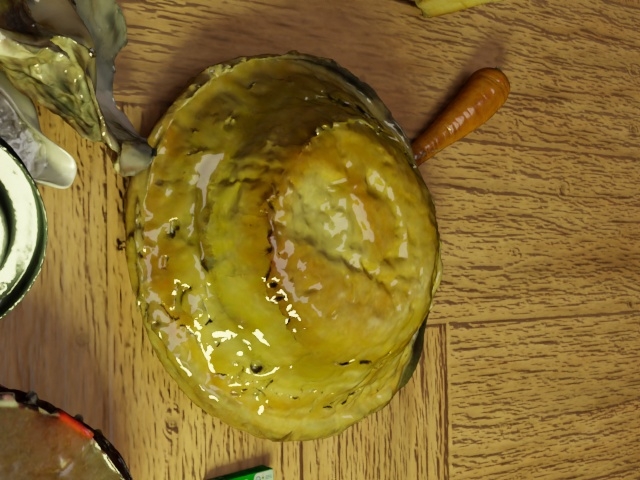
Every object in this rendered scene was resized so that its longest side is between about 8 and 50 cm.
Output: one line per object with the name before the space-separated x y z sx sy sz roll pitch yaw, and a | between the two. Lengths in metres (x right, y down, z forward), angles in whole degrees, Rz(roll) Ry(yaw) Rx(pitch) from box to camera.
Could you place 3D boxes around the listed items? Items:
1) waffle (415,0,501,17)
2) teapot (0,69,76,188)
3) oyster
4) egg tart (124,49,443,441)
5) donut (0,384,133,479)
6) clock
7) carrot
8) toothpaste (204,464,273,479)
waffle | 0.215 -0.446 1.270 0.091 0.212 0.308 27 70 -38
teapot | -0.329 -0.100 0.877 0.226 0.092 0.145 26 69 -35
oyster | -0.226 -0.165 0.890 0.100 0.275 0.271 -30 133 8
egg tart | 0.000 0.000 1.091 0.443 0.178 0.443 4 84 -39
donut | -0.291 0.259 0.866 0.345 0.136 0.259 49 57 -28
clock | -0.337 -0.009 0.829 0.214 0.042 0.215 -10 121 -18
carrot | 0.174 -0.152 1.324 0.256 0.061 0.061 -45 115 -29
toothpaste | -0.090 0.265 1.104 0.083 0.020 0.017 -5 93 -40
